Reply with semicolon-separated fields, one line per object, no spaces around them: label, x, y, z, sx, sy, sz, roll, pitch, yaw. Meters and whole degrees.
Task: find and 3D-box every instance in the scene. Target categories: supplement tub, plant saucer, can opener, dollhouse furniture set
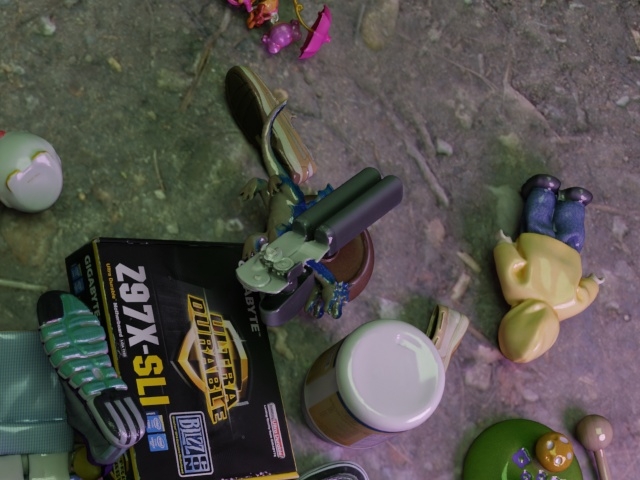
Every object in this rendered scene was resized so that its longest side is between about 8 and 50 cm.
supplement tub;0.061;0.192;1.750;0.144;0.199;0.144;6;71;-17
plant saucer;0.001;0.011;1.887;0.168;0.029;0.169;6;70;-17
can opener;0.000;0.000;1.734;0.074;0.093;0.280;24;49;33
dollhouse furniture set;-0.379;0.155;1.553;0.303;0.198;0.287;3;90;-25

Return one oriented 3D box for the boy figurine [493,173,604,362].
boy figurine;0.329;0.051;1.955;0.177;0.092;0.285;19;67;-13

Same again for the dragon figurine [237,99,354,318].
dragon figurine;-0.029;-0.032;1.815;0.144;0.085;0.289;14;65;-43

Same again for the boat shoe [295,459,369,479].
boat shoe;-0.044;0.380;1.701;0.301;0.102;0.108;-33;85;-26

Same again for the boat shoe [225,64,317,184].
boat shoe;-0.067;-0.167;1.912;0.072;0.068;0.190;-28;92;-38

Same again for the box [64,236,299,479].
box;-0.173;0.160;1.695;0.257;0.079;0.322;2;69;-43

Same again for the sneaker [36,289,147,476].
sneaker;-0.288;0.165;1.574;0.083;0.098;0.224;-2;50;-43

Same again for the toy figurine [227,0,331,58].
toy figurine;-0.057;-0.336;1.953;0.173;0.130;0.159;-26;91;-3

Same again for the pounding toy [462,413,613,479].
pounding toy;0.322;0.324;1.846;0.236;0.110;0.183;-3;73;-20

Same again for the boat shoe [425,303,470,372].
boat shoe;0.149;0.161;1.872;0.059;0.063;0.170;33;55;-3

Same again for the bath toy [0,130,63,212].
bath toy;-0.491;-0.038;1.684;0.348;0.129;0.151;-34;129;-24
